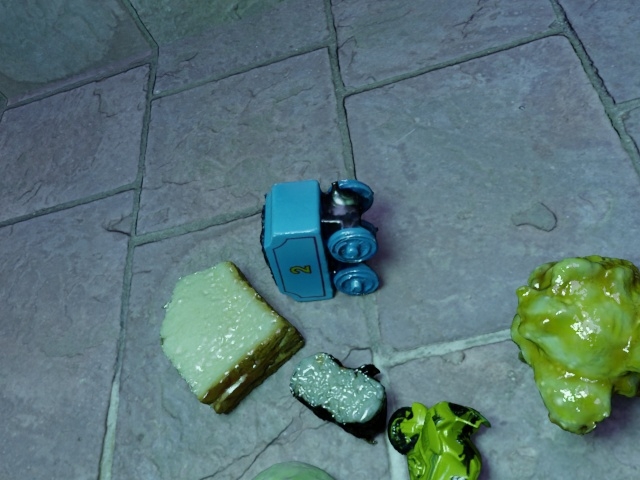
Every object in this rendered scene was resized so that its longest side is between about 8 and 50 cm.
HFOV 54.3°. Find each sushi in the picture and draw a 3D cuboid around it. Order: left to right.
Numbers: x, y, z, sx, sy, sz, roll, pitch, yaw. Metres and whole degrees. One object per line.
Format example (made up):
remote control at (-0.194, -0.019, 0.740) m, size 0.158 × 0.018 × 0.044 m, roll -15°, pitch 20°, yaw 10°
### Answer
sushi at (0.045, 0.311, 1.297) m, size 0.212 × 0.115 × 0.147 m, roll 17°, pitch 68°, yaw 28°

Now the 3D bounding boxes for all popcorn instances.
popcorn at (0.512, 0.156, 1.106) m, size 0.320 × 0.325 × 0.290 m, roll -17°, pitch 87°, yaw -12°

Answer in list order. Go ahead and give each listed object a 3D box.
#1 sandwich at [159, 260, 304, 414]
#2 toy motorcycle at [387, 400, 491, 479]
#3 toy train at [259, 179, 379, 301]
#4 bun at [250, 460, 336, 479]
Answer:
sandwich at (-0.235, 0.211, 1.466) m, size 0.262 × 0.131 × 0.325 m, roll -43°, pitch 56°, yaw -9°
toy motorcycle at (0.242, 0.433, 1.124) m, size 0.206 × 0.142 × 0.343 m, roll -49°, pitch 43°, yaw 34°
toy train at (0.000, 0.000, 1.411) m, size 0.264 × 0.300 × 0.188 m, roll -5°, pitch 55°, yaw 5°
bun at (-0.071, 0.541, 1.140) m, size 0.292 × 0.187 × 0.293 m, roll -9°, pitch 55°, yaw 13°
